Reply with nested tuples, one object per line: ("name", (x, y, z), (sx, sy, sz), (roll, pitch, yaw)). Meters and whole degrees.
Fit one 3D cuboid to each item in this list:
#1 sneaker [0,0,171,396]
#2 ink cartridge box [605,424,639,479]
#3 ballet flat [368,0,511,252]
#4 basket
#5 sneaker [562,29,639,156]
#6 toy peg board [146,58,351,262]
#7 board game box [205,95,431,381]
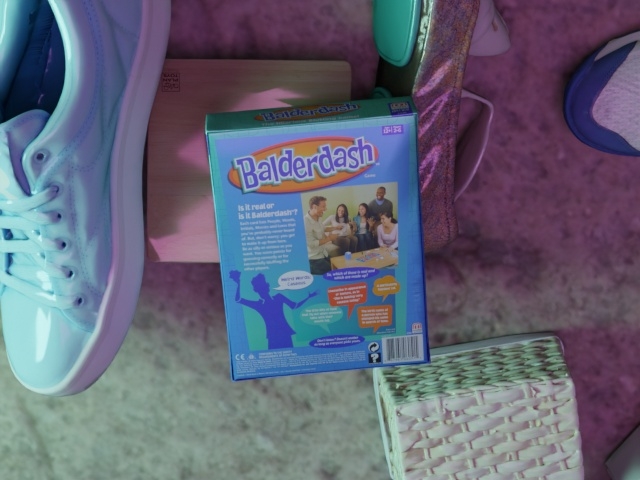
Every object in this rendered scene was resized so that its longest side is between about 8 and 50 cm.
("sneaker", (-0.221, -0.053, 1.241), (0.135, 0.150, 0.366), (14, 101, 37))
("ink cartridge box", (0.372, 0.178, 1.402), (0.148, 0.086, 0.203), (36, 101, -14))
("ballet flat", (0.091, -0.134, 1.290), (0.106, 0.107, 0.316), (0, 115, -20))
("basket", (0.135, 0.156, 1.371), (0.167, 0.103, 0.113), (-9, 107, 0))
("sneaker", (0.346, -0.108, 1.288), (0.296, 0.131, 0.112), (-1, 109, -2))
("toy peg board", (-0.059, -0.064, 1.315), (0.161, 0.079, 0.160), (0, 92, -5))
("board game box", (0.000, 0.000, 1.250), (0.160, 0.047, 0.210), (-4, 113, -2))
